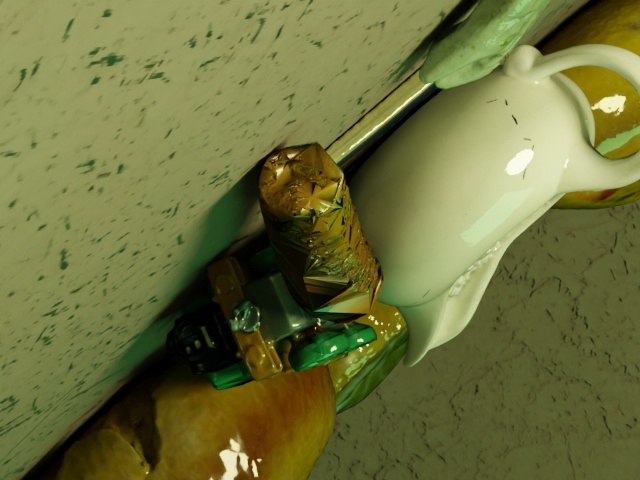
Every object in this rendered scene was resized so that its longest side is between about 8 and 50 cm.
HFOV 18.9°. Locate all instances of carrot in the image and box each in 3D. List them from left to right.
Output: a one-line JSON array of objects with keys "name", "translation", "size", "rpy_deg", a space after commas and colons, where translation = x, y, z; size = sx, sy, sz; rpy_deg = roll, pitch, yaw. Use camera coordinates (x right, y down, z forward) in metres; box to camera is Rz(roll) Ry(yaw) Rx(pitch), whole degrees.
[{"name": "carrot", "translation": [0.000, -0.001, 1.228], "size": [0.069, 0.069, 0.229], "rpy_deg": [-42, 161, -8]}]

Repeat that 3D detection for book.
[{"name": "book", "translation": [0.048, -0.069, 1.465], "size": [0.228, 0.018, 0.322], "rpy_deg": [-42, 175, -13]}]

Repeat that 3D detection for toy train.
[{"name": "toy train", "translation": [-0.043, 0.061, 1.408], "size": [0.136, 0.091, 0.227], "rpy_deg": [-25, 174, 17]}]

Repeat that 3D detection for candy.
[{"name": "candy", "translation": [0.033, 0.119, 2.307], "size": [0.260, 0.118, 0.260], "rpy_deg": [-45, 171, -10]}]

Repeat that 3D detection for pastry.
[{"name": "pastry", "translation": [-0.132, 0.210, 1.620], "size": [0.356, 0.164, 0.356], "rpy_deg": [-46, 179, -1]}]

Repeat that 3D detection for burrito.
[{"name": "burrito", "translation": [0.113, -0.142, 1.241], "size": [0.118, 0.044, 0.074], "rpy_deg": [-50, 176, 26]}]

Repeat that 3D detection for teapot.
[{"name": "teapot", "translation": [0.123, -0.038, 1.368], "size": [0.299, 0.166, 0.208], "rpy_deg": [-34, 169, 40]}]

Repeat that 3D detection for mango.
[{"name": "mango", "translation": [0.275, -0.135, 1.824], "size": [0.365, 0.182, 0.253], "rpy_deg": [-20, 163, -46]}]
